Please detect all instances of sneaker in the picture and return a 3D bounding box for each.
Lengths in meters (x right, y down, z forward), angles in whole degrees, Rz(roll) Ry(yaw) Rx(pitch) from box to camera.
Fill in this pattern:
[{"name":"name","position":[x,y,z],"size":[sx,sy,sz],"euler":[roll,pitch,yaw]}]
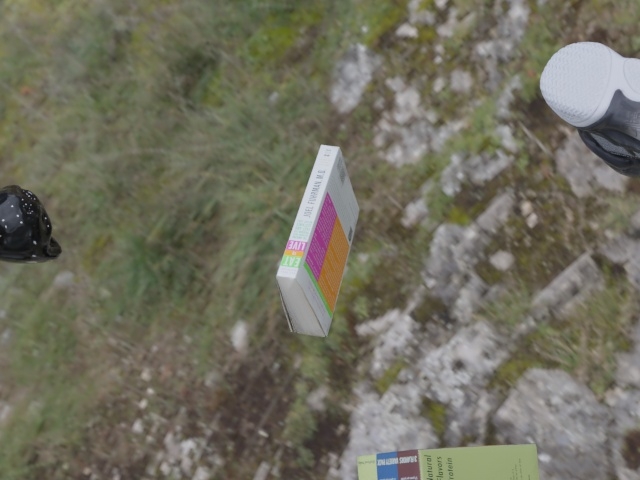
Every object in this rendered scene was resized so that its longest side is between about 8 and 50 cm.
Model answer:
[{"name":"sneaker","position":[0.362,-0.111,1.405],"size":[0.268,0.153,0.101],"euler":[32,89,32]}]

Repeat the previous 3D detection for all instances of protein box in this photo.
[{"name":"protein box","position":[0.173,0.372,1.771],"size":[0.136,0.201,0.200],"euler":[-19,72,54]}]

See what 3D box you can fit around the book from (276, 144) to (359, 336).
[{"name":"book","position":[0.000,0.000,1.222],"size":[0.035,0.096,0.144],"euler":[7,56,18]}]

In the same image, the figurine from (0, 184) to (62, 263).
[{"name":"figurine","position":[-0.307,-0.062,1.037],"size":[0.092,0.209,0.215],"euler":[-30,83,28]}]
